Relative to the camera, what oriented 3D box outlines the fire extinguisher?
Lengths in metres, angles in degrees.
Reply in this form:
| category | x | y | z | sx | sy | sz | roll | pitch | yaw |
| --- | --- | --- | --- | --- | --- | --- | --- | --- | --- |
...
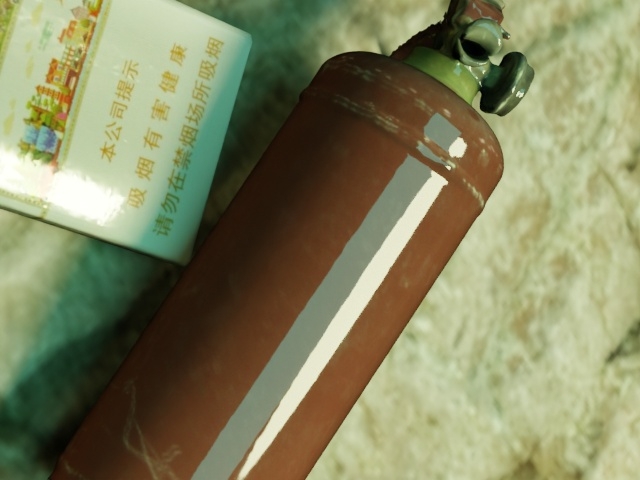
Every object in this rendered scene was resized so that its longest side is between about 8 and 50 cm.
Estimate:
| category | x | y | z | sx | sy | sz | roll | pitch | yaw |
| --- | --- | --- | --- | --- | --- | --- | --- | --- | --- |
| fire extinguisher | 0.000 | 0.000 | 0.910 | 0.106 | 0.147 | 0.337 | 36 | 82 | -16 |

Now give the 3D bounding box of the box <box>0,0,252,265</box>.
| category | x | y | z | sx | sy | sz | roll | pitch | yaw |
| --- | --- | --- | --- | --- | --- | --- | --- | --- | --- |
| box | -0.137 | -0.075 | 0.848 | 0.220 | 0.032 | 0.122 | 19 | 85 | -37 |
